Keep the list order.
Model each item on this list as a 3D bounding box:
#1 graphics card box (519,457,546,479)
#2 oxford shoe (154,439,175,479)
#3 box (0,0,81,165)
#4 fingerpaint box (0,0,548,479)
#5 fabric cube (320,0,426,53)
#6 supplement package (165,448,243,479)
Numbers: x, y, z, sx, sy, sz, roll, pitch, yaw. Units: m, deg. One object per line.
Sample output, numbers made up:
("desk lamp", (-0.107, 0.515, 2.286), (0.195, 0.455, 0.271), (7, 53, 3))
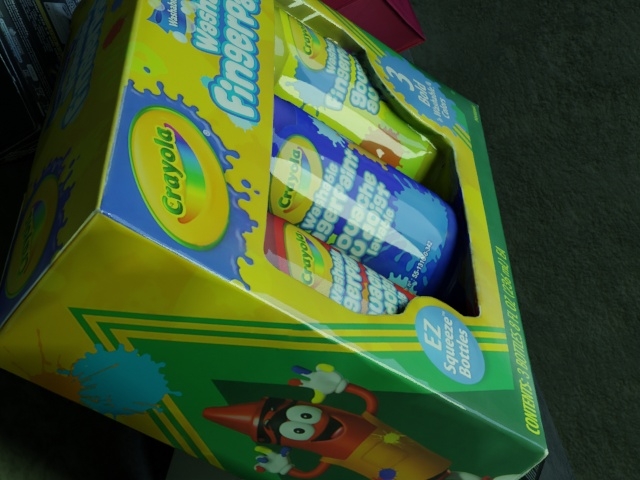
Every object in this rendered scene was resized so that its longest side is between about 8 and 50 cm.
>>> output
("graphics card box", (0.097, 0.314, 1.246), (0.233, 0.094, 0.371), (50, 56, -41))
("oxford shoe", (-0.106, 0.142, 1.166), (0.083, 0.096, 0.227), (41, 27, -52))
("box", (-0.306, -0.270, 1.142), (0.395, 0.097, 0.318), (64, 17, -3))
("fingerpaint box", (-0.032, -0.031, 0.988), (0.371, 0.163, 0.445), (30, 33, -23))
("fabric cube", (-0.015, -0.415, 2.002), (0.254, 0.259, 0.258), (28, 40, -67))
("supplement package", (-0.030, 0.289, 1.006), (0.203, 0.149, 0.194), (53, 36, -36))
